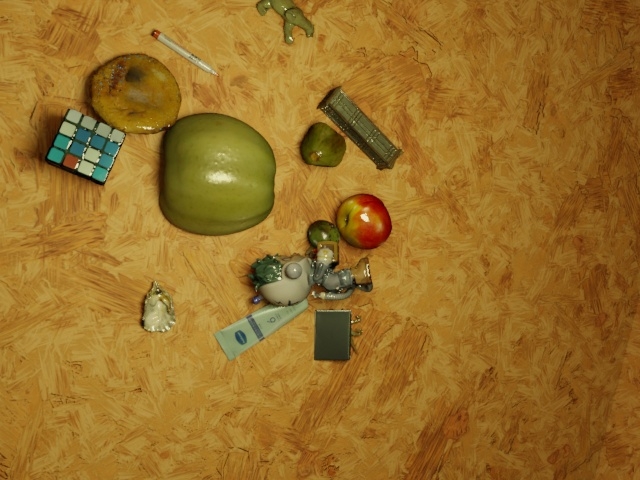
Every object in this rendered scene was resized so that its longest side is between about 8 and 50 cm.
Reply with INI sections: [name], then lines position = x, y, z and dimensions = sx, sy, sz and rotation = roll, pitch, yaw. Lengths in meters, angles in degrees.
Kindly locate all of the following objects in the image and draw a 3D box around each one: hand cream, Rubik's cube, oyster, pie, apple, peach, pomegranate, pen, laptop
[hand cream]
position = -0.183, 0.267, 1.689
dimensions = 0.321, 0.067, 0.109
rotation = -30, 106, -11
[Rubik's cube]
position = -0.632, -0.246, 1.390
dimensions = 0.154, 0.155, 0.151
rotation = 25, 82, -24
[oyster]
position = -0.492, 0.212, 1.543
dimensions = 0.122, 0.045, 0.146
rotation = -43, 116, -19
[pie]
position = -0.518, -0.411, 1.453
dimensions = 0.274, 0.069, 0.273
rotation = 12, 64, -25
[apple]
position = -0.299, -0.203, 1.576
dimensions = 0.361, 0.311, 0.320
rotation = 2, 137, -22
[peach]
position = 0.152, -0.065, 1.730
dimensions = 0.193, 0.190, 0.190
rotation = -1, 94, -42
[pomegranate]
position = 0.000, 0.000, 1.718
dimensions = 0.115, 0.114, 0.142
rotation = 26, 113, -23
[pen]
position = -0.399, -0.557, 1.540
dimensions = 0.218, 0.026, 0.026
rotation = 30, 82, -23
[laptop]
position = 0.043, 0.328, 1.782
dimensions = 0.129, 0.016, 0.179
rotation = 1, 93, -2

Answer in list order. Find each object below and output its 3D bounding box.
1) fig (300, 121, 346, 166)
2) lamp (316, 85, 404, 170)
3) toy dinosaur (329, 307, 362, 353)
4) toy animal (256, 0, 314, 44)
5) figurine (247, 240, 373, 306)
[fig]
position = 0.005, -0.297, 1.672
dimensions = 0.144, 0.154, 0.165
rotation = 22, 42, 13
[lamp]
position = 0.138, -0.378, 1.754
dimensions = 0.325, 0.090, 0.089
rotation = 41, 77, -21
[toy dinosaur]
position = 0.084, 0.319, 1.811
dimensions = 0.127, 0.039, 0.161
rotation = 7, 94, -13
[toy animal]
position = -0.104, -0.726, 1.632
dimensions = 0.219, 0.103, 0.101
rotation = 44, 53, -16
[figurine]
position = -0.036, 0.103, 1.605
dimensions = 0.383, 0.261, 0.186
rotation = -9, 69, 6
